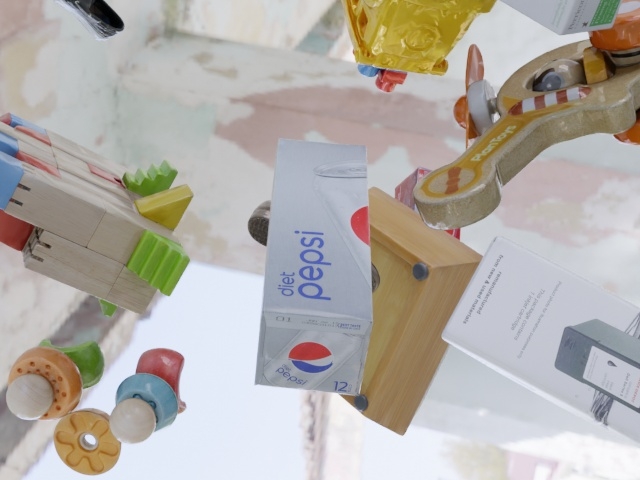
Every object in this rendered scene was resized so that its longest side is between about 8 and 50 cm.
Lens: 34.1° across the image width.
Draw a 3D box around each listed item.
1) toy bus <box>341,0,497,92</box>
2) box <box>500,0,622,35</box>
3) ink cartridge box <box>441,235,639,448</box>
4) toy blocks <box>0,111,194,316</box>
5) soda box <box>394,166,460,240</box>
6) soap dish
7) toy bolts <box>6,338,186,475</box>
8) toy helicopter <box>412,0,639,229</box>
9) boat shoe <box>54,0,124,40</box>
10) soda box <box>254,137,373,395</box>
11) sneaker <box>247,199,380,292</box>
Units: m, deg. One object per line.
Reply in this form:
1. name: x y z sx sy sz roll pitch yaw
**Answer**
1. toy bus: 0.088 -0.286 1.190 0.211 0.149 0.220 116 151 -47
2. box: 0.227 -0.258 0.963 0.087 0.102 0.101 -16 -45 -38
3. ink cartridge box: 0.264 0.114 1.029 0.114 0.273 0.198 -61 -8 -2
4. toy blocks: -0.326 -0.054 1.238 0.190 0.261 0.381 -60 25 8
5. soda box: 0.156 0.029 1.586 0.092 0.083 0.263 137 144 -63
6. soap dish: 0.081 0.098 1.488 0.118 0.229 0.291 2 -63 -47
7. toy bolts: -0.299 0.243 1.402 0.158 0.228 0.218 -57 -38 -71
8. toy helicopter: 0.202 -0.122 1.072 0.355 0.235 0.140 -41 -57 -34
9. boat shoe: -0.313 -0.319 1.375 0.142 0.040 0.049 46 -139 -48
10. soda box: -0.004 0.014 0.996 0.286 0.098 0.091 -88 4 -54
11. sneaker: 0.000 0.000 1.357 0.066 0.188 0.071 -60 0 38
